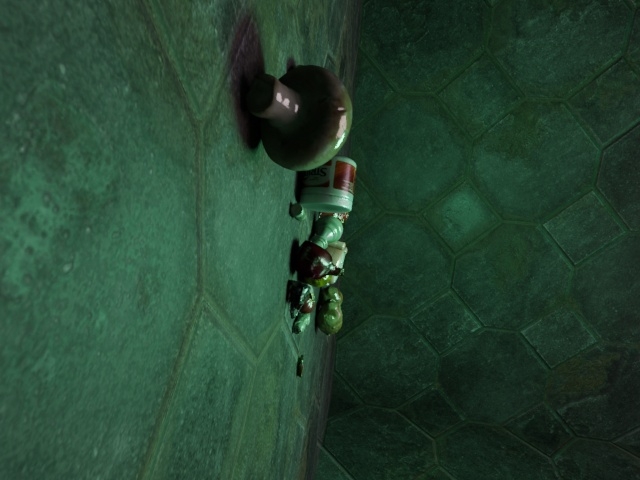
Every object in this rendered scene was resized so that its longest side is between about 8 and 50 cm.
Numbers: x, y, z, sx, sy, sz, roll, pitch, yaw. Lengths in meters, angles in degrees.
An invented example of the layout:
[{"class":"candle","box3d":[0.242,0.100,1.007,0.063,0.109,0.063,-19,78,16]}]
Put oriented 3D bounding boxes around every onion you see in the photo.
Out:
[{"class":"onion","box3d":[-0.013,0.098,1.565,0.135,0.198,0.173,-53,173,-4]}]

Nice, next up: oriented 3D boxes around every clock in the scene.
[{"class":"clock","box3d":[0.045,0.123,2.230,0.227,0.142,0.241,52,54,-78]}]

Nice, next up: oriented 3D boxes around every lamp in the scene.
[{"class":"lamp","box3d":[-0.064,0.241,1.629,0.101,0.090,0.101,52,20,-29]}]

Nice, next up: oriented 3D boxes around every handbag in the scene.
[{"class":"handbag","box3d":[-0.086,0.223,1.530,0.115,0.072,0.139,67,34,-77]}]

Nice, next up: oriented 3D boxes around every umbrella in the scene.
[{"class":"umbrella","box3d":[-0.075,0.339,1.729,0.067,0.062,0.143,62,23,-9]}]

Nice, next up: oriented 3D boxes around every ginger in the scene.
[{"class":"ginger","box3d":[0.065,0.387,2.422,0.245,0.155,0.304,84,15,-48]}]

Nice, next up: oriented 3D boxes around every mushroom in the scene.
[{"class":"mushroom","box3d":[-0.056,-0.286,0.921,0.243,0.243,0.244,6,90,-82]}]

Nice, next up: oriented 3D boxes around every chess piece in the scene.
[{"class":"chess piece","box3d":[0.000,0.000,1.880,0.272,0.139,0.139,-55,152,-51]}]

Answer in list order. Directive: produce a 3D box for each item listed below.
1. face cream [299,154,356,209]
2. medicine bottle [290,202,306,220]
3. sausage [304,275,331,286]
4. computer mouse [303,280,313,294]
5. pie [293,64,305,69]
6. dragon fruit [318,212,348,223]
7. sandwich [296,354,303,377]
[{"class":"face cream","box3d":[0.028,-0.213,1.554,0.201,0.201,0.187,40,56,-81]},{"class":"medicine bottle","box3d":[-0.077,-0.099,1.442,0.083,0.047,0.047,52,44,-79]},{"class":"sausage","box3d":[-0.006,0.136,1.808,0.347,0.123,0.123,24,72,-87]},{"class":"computer mouse","box3d":[-0.062,0.222,1.812,0.066,0.039,0.096,-76,151,-49]},{"class":"pie","box3d":[-0.062,-0.434,1.295,0.185,0.052,0.218,-63,156,-65]},{"class":"dragon fruit","box3d":[0.071,-0.131,2.133,0.121,0.161,0.127,88,0,-55]},{"class":"sandwich","box3d":[-0.094,0.585,1.902,0.069,0.026,0.101,-81,176,-54]}]
